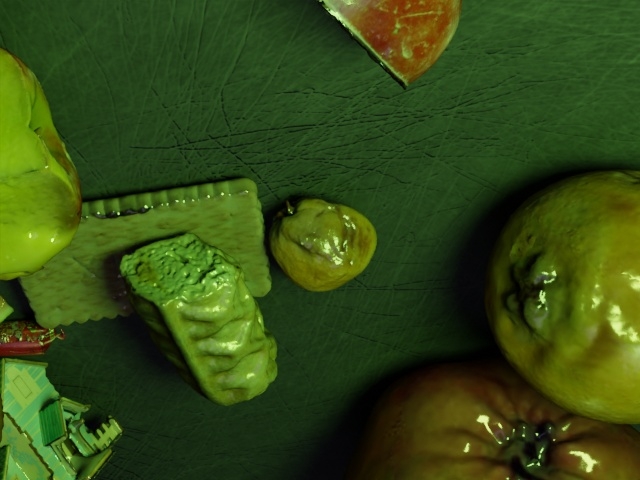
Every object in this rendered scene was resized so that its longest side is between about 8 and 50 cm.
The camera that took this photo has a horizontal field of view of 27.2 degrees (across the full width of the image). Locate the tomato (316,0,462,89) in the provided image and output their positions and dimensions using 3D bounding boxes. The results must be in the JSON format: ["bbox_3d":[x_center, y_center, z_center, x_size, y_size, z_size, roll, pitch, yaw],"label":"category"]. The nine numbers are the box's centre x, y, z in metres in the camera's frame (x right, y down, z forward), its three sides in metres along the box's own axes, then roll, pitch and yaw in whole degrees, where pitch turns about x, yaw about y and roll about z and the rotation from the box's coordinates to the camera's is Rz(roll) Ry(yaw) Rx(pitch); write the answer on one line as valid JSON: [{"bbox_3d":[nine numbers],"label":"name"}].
[{"bbox_3d":[0.064,-0.278,1.366,0.155,0.180,0.214,-42,137,8],"label":"tomato"}]

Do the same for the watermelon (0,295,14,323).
[{"bbox_3d":[-0.489,0.074,1.724,0.069,0.087,0.163,8,148,42],"label":"watermelon"}]

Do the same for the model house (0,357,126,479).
[{"bbox_3d":[-0.413,0.263,1.824,0.178,0.271,0.206,-31,99,29],"label":"model house"}]

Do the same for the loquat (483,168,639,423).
[{"bbox_3d":[0.368,0.068,1.636,0.328,0.328,0.328,-4,136,-4],"label":"loquat"}]

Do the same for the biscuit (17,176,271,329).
[{"bbox_3d":[-0.229,0.016,1.693,0.325,0.044,0.217,-9,138,-1],"label":"biscuit"}]

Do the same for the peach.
[{"bbox_3d":[-0.466,-0.064,1.445,0.380,0.242,0.306,-20,158,-6],"label":"peach"}]

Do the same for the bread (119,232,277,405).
[{"bbox_3d":[-0.144,0.110,1.688,0.152,0.130,0.267,14,146,29],"label":"bread"}]

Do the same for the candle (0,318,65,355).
[{"bbox_3d":[-0.410,0.131,1.785,0.131,0.052,0.052,-2,136,-6],"label":"candle"}]

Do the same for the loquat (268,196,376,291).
[{"bbox_3d":[0.000,0.000,1.672,0.137,0.113,0.137,14,150,9],"label":"loquat"}]

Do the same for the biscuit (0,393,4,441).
[{"bbox_3d":[-0.489,0.245,1.755,0.188,0.188,0.027,-32,153,23],"label":"biscuit"}]

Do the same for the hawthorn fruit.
[{"bbox_3d":[0.243,0.398,1.890,0.472,0.471,0.471,-4,136,-4],"label":"hawthorn fruit"}]
